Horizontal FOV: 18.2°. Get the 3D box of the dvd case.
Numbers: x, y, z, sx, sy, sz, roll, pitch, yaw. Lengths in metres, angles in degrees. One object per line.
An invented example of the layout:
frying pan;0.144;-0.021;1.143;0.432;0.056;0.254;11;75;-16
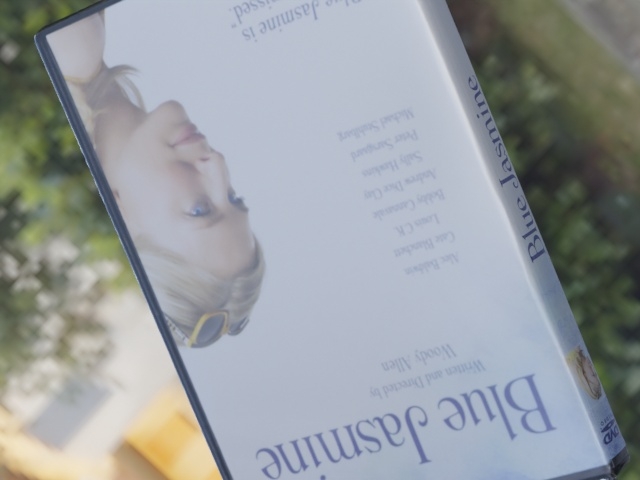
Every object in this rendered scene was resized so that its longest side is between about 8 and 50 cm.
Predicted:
dvd case;0.000;0.000;0.815;0.022;0.180;0.253;-32;-80;-58
